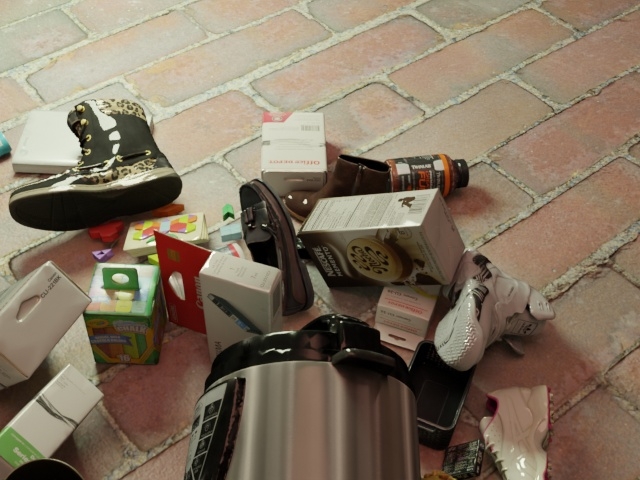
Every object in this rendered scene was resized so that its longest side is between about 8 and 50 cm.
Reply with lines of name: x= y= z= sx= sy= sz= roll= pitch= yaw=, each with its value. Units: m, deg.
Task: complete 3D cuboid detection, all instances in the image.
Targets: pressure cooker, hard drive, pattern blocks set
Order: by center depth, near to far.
pressure cooker: x=-0.021 y=0.336 z=1.367 sx=0.370 sy=0.375 sz=0.420 roll=-10 pitch=56 yaw=17
pattern blocks set: x=-0.339 y=-0.018 z=1.836 sx=0.325 sy=0.026 sz=0.285 roll=-16 pitch=29 yaw=-14
hard drive: x=-0.586 y=-0.244 z=2.084 sx=0.308 sy=0.040 sz=0.203 roll=3 pitch=49 yaw=-1

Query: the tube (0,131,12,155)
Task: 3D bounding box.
tube: x=-0.855 y=-0.195 z=2.025 sx=0.207 sy=0.052 sz=0.080 roll=-31 pitch=52 yaw=-20

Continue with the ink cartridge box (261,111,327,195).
ink cartridge box: x=-0.065 y=-0.211 z=2.046 sx=0.159 sy=0.092 sz=0.217 roll=0 pitch=47 yaw=-3

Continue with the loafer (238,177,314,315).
loafer: x=-0.107 y=0.014 z=1.751 sx=0.095 sy=0.109 sz=0.302 roll=-19 pitch=84 yaw=-43

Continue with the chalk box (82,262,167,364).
chalk box: x=-0.384 y=0.132 z=1.646 sx=0.133 sy=0.213 sz=0.132 roll=3 pitch=49 yaw=0

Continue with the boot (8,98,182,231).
boot: x=-0.535 y=-0.182 z=1.919 sx=0.378 sy=0.138 sz=0.284 roll=-14 pitch=56 yaw=-18

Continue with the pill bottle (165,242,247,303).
pill bottle: x=-0.246 y=0.081 z=1.768 sx=0.180 sy=0.108 sz=0.108 roll=-19 pitch=52 yaw=-18

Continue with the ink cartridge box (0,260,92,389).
ink cartridge box: x=-0.575 y=0.171 z=1.562 sx=0.114 sy=0.273 sz=0.197 roll=46 pitch=50 yaw=-17

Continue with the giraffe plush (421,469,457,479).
giraffe plush: x=0.207 y=0.473 z=1.421 sx=0.210 sy=0.181 sz=0.170 roll=-51 pitch=38 yaw=-5

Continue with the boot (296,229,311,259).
boot: x=0.000 y=0.000 z=1.894 sx=0.121 sy=0.045 sz=0.099 roll=9 pitch=46 yaw=15

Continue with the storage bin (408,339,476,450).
storage bin: x=0.217 y=0.297 z=1.617 sx=0.122 sy=0.084 sz=0.180 roll=19 pitch=50 yaw=14

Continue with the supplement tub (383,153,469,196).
supplement tub: x=0.251 y=-0.152 z=2.001 sx=0.198 sy=0.106 sz=0.106 roll=-7 pitch=49 yaw=-8

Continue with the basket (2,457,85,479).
basket: x=-0.416 y=0.486 z=1.323 sx=0.154 sy=0.226 sz=0.204 roll=-17 pitch=52 yaw=-17

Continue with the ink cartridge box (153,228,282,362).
ink cartridge box: x=-0.202 y=0.132 z=1.601 sx=0.261 sy=0.296 sz=0.066 roll=17 pitch=50 yaw=12

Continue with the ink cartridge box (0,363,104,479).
ink cartridge box: x=-0.498 y=0.339 z=1.453 sx=0.092 sy=0.160 sz=0.219 roll=44 pitch=39 yaw=-5

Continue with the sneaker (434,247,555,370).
sneaker: x=0.350 y=0.158 z=1.646 sx=0.210 sy=0.137 sz=0.365 roll=29 pitch=28 yaw=-4

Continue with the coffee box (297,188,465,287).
coffee box: x=0.125 y=0.000 z=1.740 sx=0.297 sy=0.168 sz=0.118 roll=-4 pitch=41 yaw=36

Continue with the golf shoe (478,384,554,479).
golf shoe: x=0.356 y=0.397 z=1.533 sx=0.140 sy=0.115 sz=0.306 roll=3 pitch=41 yaw=14

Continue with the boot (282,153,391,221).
boot: x=0.036 y=-0.124 z=1.896 sx=0.249 sy=0.206 sz=0.090 roll=14 pitch=49 yaw=9

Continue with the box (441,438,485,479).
box: x=0.260 y=0.404 z=1.530 sx=0.018 sy=0.083 sz=0.067 roll=40 pitch=45 yaw=-21

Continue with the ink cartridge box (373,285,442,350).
ink cartridge box: x=0.188 y=0.129 z=1.774 sx=0.115 sy=0.067 sz=0.198 roll=16 pitch=50 yaw=11
